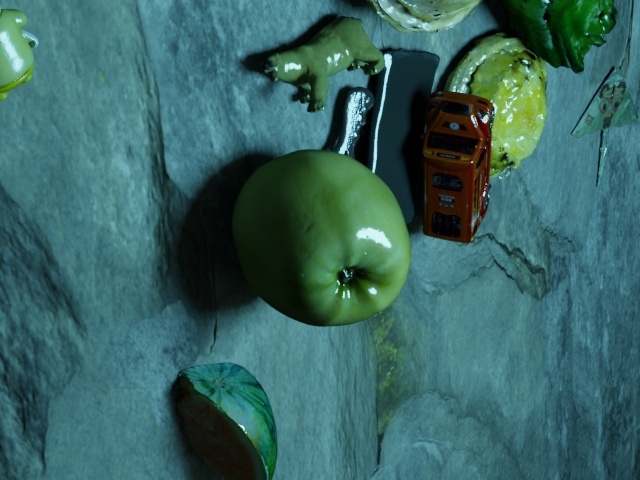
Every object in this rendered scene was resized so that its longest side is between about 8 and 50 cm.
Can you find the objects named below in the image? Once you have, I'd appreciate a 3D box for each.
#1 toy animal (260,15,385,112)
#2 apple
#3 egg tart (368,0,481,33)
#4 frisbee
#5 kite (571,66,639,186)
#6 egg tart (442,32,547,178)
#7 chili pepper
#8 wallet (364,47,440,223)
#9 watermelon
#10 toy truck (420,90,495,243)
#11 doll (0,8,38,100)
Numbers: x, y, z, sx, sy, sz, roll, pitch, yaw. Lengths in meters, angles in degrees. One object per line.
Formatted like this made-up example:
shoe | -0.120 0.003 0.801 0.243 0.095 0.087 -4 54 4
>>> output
toy animal | -0.001 -0.258 1.959 0.218 0.103 0.101 -36 112 -30
apple | 0.000 0.000 1.944 0.262 0.262 0.262 -23 124 -41
egg tart | 0.198 -0.459 1.953 0.352 0.150 0.352 -19 121 -36
frisbee | 0.046 -0.116 2.078 0.187 0.012 0.211 45 74 -30
kite | 0.559 -0.221 2.659 0.229 0.012 0.250 -17 120 -39
egg tart | 0.316 -0.214 2.313 0.290 0.107 0.291 -23 123 -40
chili pepper | 0.397 -0.411 2.251 0.213 0.167 0.385 -59 158 4
wallet | 0.123 -0.163 2.160 0.146 0.030 0.285 -2 103 -49
watermelon | -0.115 0.264 2.061 0.146 0.128 0.231 -54 140 -44
toy truck | 0.218 -0.118 2.195 0.253 0.107 0.114 85 22 -46
doll | -0.380 -0.240 1.547 0.106 0.062 0.162 -44 136 -32
